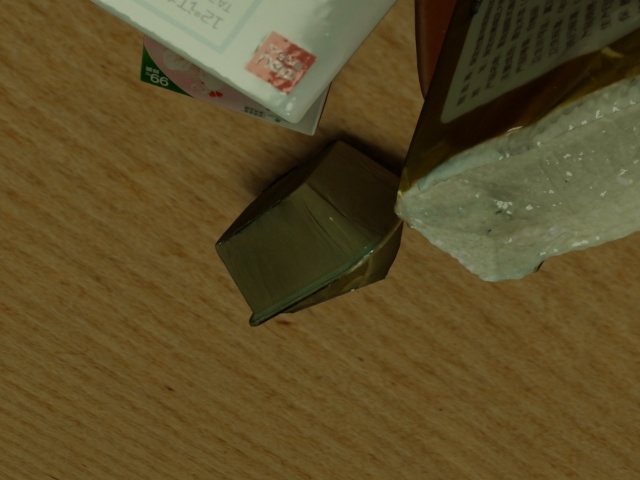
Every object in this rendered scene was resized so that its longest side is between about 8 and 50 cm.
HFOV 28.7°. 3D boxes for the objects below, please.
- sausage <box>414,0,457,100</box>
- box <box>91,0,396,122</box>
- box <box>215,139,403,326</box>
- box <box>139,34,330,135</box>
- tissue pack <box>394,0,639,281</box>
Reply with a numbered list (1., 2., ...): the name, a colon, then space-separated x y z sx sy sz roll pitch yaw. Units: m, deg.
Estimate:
1. sausage: 0.077 -0.126 0.747 0.041 0.039 0.131 3 147 8
2. box: -0.078 -0.187 0.656 0.269 0.079 0.135 30 123 -20
3. box: 0.000 0.000 0.918 0.111 0.111 0.177 32 145 -22
4. box: -0.049 -0.125 0.801 0.125 0.043 0.089 17 148 0
5. tissue pack: 0.135 -0.106 0.572 0.092 0.226 0.183 34 143 -23
